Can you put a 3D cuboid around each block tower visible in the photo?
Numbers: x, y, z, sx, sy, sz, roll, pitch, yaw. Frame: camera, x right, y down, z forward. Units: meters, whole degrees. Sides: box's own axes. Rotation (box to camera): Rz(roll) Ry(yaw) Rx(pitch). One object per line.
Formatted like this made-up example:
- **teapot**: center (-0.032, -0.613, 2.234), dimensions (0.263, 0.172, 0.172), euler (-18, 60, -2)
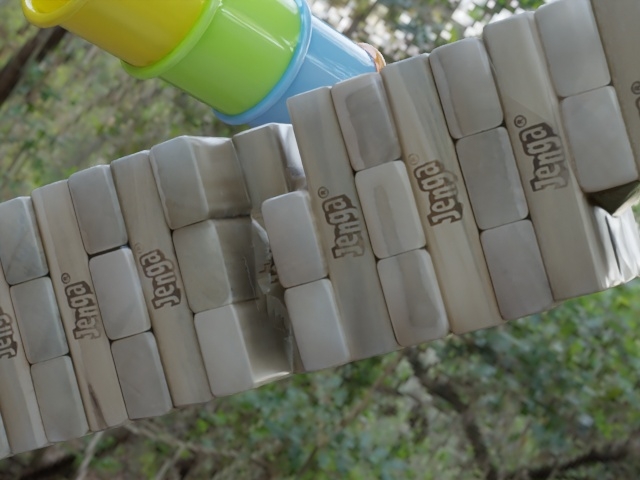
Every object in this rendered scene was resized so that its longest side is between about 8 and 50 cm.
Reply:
- **block tower**: center (0.000, 0.000, 0.460), dimensions (0.335, 0.097, 0.091), euler (-16, -4, 22)

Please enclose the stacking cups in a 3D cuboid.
- **stacking cups**: center (-0.017, -0.096, 0.758), dimensions (0.316, 0.096, 0.096), euler (27, -1, -39)
